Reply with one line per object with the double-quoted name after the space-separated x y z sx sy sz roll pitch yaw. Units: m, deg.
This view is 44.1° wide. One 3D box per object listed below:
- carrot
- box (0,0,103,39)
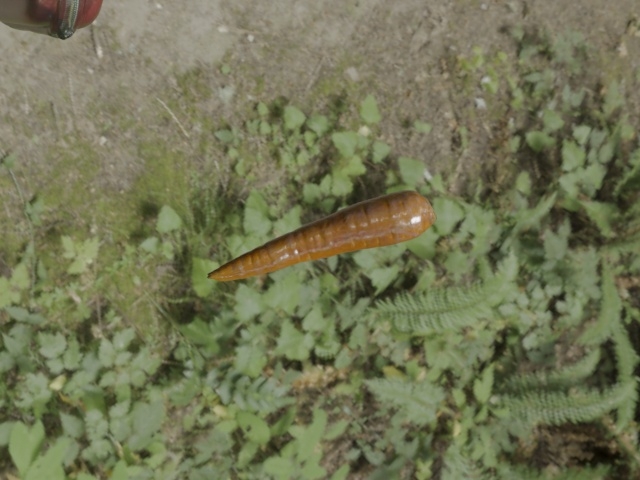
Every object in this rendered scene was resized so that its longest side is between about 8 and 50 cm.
0.000 0.000 0.719 0.216 0.048 0.048 -17 133 -1 "carrot"
-0.412 -0.426 1.114 0.108 0.404 0.263 -10 112 -34 "box"
